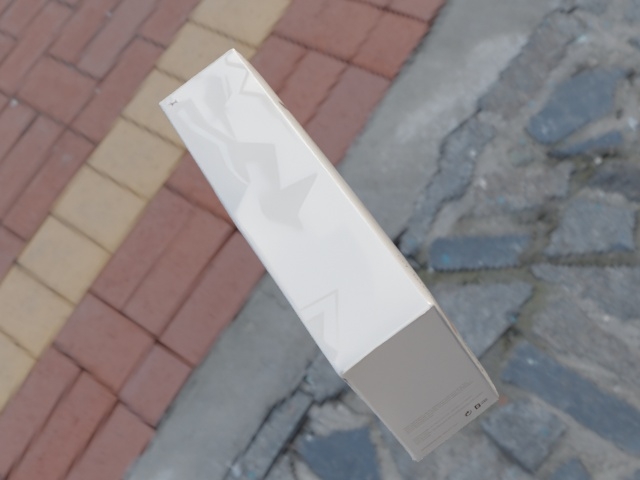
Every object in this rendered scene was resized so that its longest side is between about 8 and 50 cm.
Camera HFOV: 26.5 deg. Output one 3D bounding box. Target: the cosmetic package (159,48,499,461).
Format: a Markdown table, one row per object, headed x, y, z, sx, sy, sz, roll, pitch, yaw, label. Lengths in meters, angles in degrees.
| x | y | z | sx | sy | sz | roll | pitch | yaw | label |
| --- | --- | --- | --- | --- | --- | --- | --- | --- | --- |
| 0.000 | 0.000 | 0.730 | 0.060 | 0.099 | 0.239 | -38 | 47 | 3 | cosmetic package |
